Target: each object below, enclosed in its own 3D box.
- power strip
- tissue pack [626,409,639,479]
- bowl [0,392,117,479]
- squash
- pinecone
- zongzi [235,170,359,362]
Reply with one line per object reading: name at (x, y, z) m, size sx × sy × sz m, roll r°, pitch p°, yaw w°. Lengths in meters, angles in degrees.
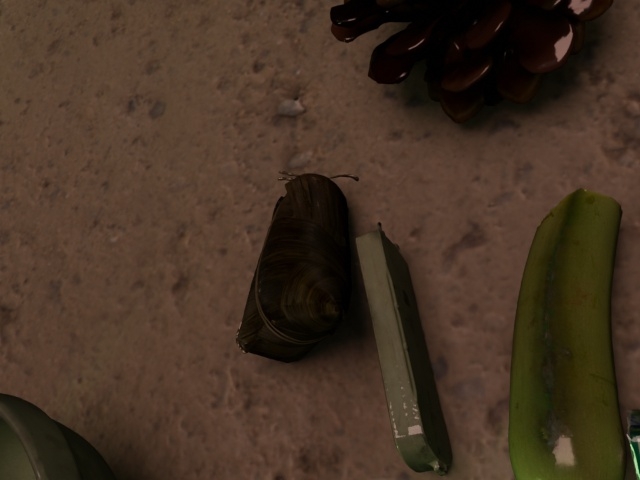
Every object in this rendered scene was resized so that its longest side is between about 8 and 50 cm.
power strip at (0.065, 0.082, 0.679) m, size 0.029 × 0.080 × 0.226 m, roll -19°, pitch 59°, yaw 16°
tissue pack at (0.270, 0.151, 0.551) m, size 0.111 × 0.079 × 0.085 m, roll -11°, pitch 94°, yaw 22°
bowl at (-0.269, 0.283, 0.678) m, size 0.307 × 0.163 × 0.307 m, roll -13°, pitch 66°, yaw 32°
squash at (0.188, 0.084, 0.622) m, size 0.083 × 0.083 × 0.250 m, roll -2°, pitch 62°, yaw 25°
pinecone at (0.107, -0.250, 0.723) m, size 0.264 × 0.264 × 0.264 m, roll -11°, pitch 62°, yaw 21°
zongzi at (0.000, 0.000, 0.700) m, size 0.084 × 0.184 × 0.187 m, roll 18°, pitch 66°, yaw -13°
